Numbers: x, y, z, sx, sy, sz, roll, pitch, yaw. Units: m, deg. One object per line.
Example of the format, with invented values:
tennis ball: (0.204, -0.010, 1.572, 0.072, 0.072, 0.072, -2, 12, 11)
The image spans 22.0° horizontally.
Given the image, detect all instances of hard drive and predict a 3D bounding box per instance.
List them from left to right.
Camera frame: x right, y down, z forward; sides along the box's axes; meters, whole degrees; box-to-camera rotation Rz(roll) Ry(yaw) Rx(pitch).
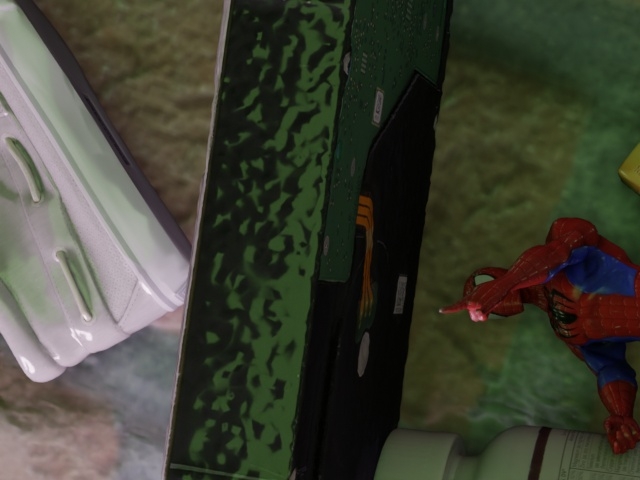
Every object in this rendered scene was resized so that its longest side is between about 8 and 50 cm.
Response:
hard drive: (0.000, 0.000, 0.794, 0.064, 0.237, 0.339, 8, 90, 14)

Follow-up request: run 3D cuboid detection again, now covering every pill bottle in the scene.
pill bottle: (0.139, 0.156, 0.812, 0.221, 0.121, 0.121, 5, 89, 14)

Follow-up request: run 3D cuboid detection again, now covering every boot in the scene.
boot: (-0.181, -0.050, 0.910, 0.123, 0.095, 0.258, -33, 82, 3)

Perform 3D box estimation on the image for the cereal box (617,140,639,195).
cereal box: (0.290, -0.074, 0.823, 0.173, 0.047, 0.240, 38, 97, 11)

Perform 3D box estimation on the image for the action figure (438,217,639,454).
action figure: (0.173, 0.048, 0.774, 0.280, 0.139, 0.092, 5, 119, 38)
